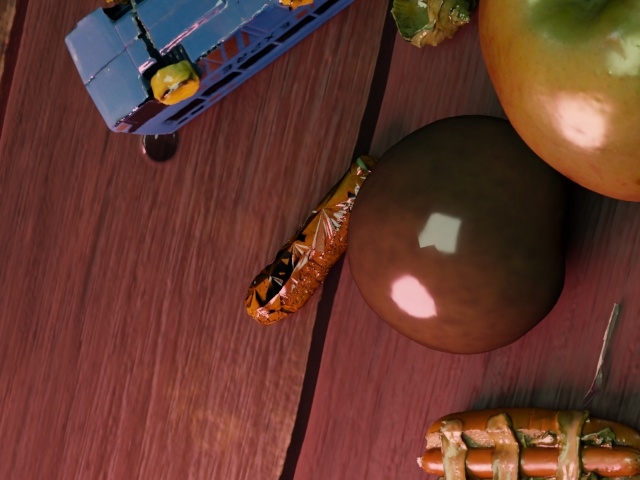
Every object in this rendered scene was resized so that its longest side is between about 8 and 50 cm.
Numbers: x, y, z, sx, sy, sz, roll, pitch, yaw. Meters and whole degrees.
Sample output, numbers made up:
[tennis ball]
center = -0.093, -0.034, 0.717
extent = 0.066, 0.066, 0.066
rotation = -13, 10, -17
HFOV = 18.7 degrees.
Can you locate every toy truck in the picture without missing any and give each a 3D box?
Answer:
[toy truck]
center = -0.097, -0.272, 2.150
extent = 0.385, 0.162, 0.161
rotation = -35, 74, 22

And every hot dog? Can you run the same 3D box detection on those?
[hot dog]
center = 0.224, 0.229, 2.029
extent = 0.269, 0.072, 0.109
rotation = -4, 90, 29

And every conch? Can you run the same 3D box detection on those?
[conch]
center = 0.118, -0.246, 2.083
extent = 0.089, 0.074, 0.121
rotation = -43, 40, -17

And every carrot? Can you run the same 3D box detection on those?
[carrot]
center = 0.000, 0.000, 2.154
extent = 0.069, 0.069, 0.228
rotation = 45, 108, 21

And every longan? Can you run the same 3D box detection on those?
[longan]
center = 0.150, -0.008, 1.990
extent = 0.248, 0.248, 0.248
rotation = 0, 90, 28

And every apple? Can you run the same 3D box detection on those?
[apple]
center = 0.302, -0.207, 1.853
extent = 0.338, 0.305, 0.338
rotation = 0, 90, 32

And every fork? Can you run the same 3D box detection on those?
[fork]
center = 0.293, 0.120, 2.024
extent = 0.012, 0.016, 0.115
rotation = 22, 98, 35
